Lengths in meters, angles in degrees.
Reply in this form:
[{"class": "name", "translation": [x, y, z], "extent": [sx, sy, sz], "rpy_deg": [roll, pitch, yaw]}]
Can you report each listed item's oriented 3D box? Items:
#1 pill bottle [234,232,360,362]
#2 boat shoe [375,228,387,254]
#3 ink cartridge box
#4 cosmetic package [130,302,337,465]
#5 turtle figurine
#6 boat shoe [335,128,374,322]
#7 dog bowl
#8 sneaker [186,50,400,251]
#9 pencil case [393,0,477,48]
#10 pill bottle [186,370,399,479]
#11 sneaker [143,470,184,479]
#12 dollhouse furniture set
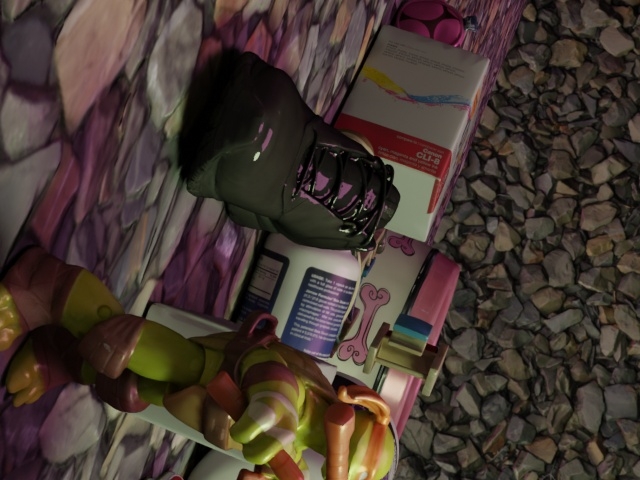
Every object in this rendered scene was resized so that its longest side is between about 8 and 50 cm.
[{"class": "pill bottle", "translation": [-0.019, 0.047, 1.151], "extent": [0.094, 0.094, 0.169], "rpy_deg": [14, 97, -81]}, {"class": "boat shoe", "translation": [0.078, -0.043, 1.618], "extent": [0.228, 0.069, 0.081], "rpy_deg": [-55, 163, -59]}, {"class": "ink cartridge box", "translation": [0.091, -0.118, 1.339], "extent": [0.128, 0.127, 0.176], "rpy_deg": [95, 17, -59]}, {"class": "cosmetic package", "translation": [-0.064, 0.109, 0.950], "extent": [0.231, 0.117, 0.085], "rpy_deg": [36, 75, -82]}, {"class": "turtle figurine", "translation": [-0.051, 0.070, 0.604], "extent": [0.269, 0.217, 0.087], "rpy_deg": [80, 32, -73]}, {"class": "boat shoe", "translation": [0.001, 0.000, 1.246], "extent": [0.073, 0.080, 0.223], "rpy_deg": [-41, 146, -61]}, {"class": "dog bowl", "translation": [0.091, 0.171, 1.927], "extent": [0.408, 0.150, 0.408], "rpy_deg": [21, 90, -82]}, {"class": "sneaker", "translation": [-0.008, -0.051, 0.884], "extent": [0.286, 0.130, 0.109], "rpy_deg": [33, 79, -80]}, {"class": "pencil case", "translation": [0.120, -0.195, 1.488], "extent": [0.209, 0.095, 0.098], "rpy_deg": [101, -3, -56]}, {"class": "pill bottle", "translation": [-0.019, 0.245, 1.316], "extent": [0.323, 0.181, 0.181], "rpy_deg": [-43, 152, -72]}, {"class": "sneaker", "translation": [-0.115, 0.228, 1.061], "extent": [0.118, 0.067, 0.042], "rpy_deg": [48, 63, -80]}, {"class": "dollhouse furniture set", "translation": [0.072, 0.070, 1.463], "extent": [0.129, 0.184, 0.129], "rpy_deg": [-52, 160, -63]}]
